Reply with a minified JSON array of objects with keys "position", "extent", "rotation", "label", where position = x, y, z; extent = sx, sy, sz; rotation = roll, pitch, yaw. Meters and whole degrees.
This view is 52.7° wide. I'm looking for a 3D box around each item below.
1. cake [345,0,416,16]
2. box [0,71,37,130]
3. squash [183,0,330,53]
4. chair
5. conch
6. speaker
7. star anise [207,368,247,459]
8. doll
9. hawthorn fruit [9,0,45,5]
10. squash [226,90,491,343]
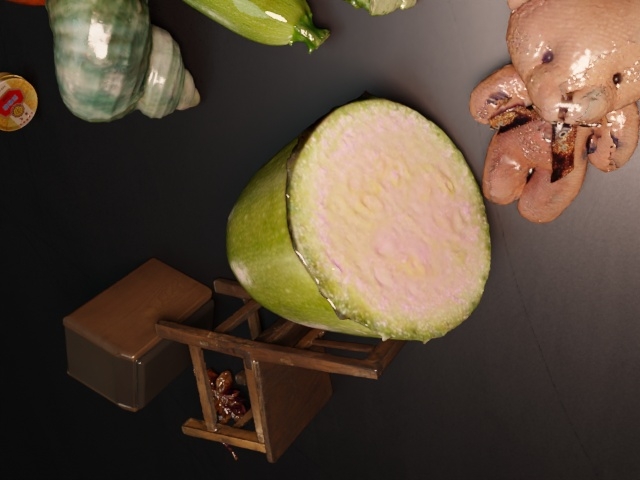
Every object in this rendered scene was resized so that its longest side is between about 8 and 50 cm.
[{"position":[0.024,-0.364,0.801],"extent":[0.235,0.099,0.100],"rotation":[39,135,36],"label":"cake"},{"position":[-0.581,-0.257,1.199],"extent":[0.037,0.105,0.106],"rotation":[30,129,24],"label":"box"},{"position":[-0.161,-0.368,0.859],"extent":[0.395,0.107,0.107],"rotation":[34,130,2],"label":"squash"},{"position":[-0.042,0.228,1.085],"extent":[0.415,0.203,0.241],"rotation":[7,116,31],"label":"chair"},{"position":[-0.293,-0.272,0.951],"extent":[0.277,0.220,0.195],"rotation":[34,176,-35],"label":"conch"},{"position":[-0.336,0.171,1.212],"extent":[0.192,0.231,0.153],"rotation":[25,128,18],"label":"speaker"},{"position":[-0.197,0.356,1.333],"extent":[0.097,0.070,0.191],"rotation":[-24,90,29],"label":"star anise"},{"position":[0.258,-0.130,0.713],"extent":[0.201,0.156,0.303],"rotation":[21,131,13],"label":"doll"},{"position":[-0.397,-0.448,0.923],"extent":[0.262,0.210,0.211],"rotation":[-2,119,4],"label":"hawthorn fruit"},{"position":[0.017,0.008,0.884],"extent":[0.310,0.310,0.309],"rotation":[54,146,-6],"label":"squash"}]
